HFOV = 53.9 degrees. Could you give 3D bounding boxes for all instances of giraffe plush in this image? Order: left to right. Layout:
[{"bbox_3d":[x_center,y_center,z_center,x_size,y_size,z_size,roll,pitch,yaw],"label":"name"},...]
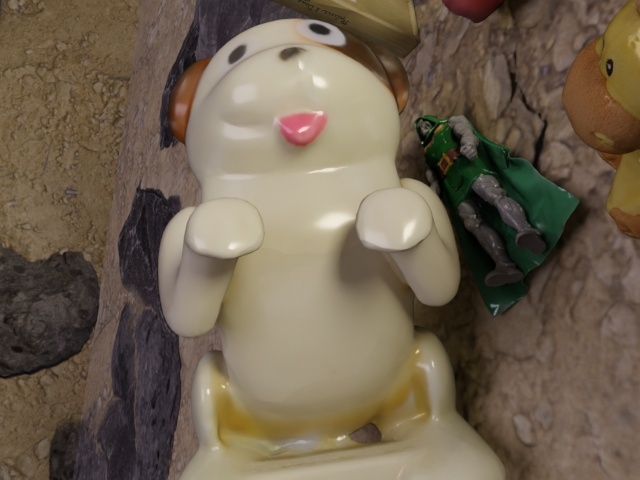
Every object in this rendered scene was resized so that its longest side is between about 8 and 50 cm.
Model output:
[{"bbox_3d":[0.229,-0.088,0.383,0.210,0.170,0.181,-58,36,30],"label":"giraffe plush"}]

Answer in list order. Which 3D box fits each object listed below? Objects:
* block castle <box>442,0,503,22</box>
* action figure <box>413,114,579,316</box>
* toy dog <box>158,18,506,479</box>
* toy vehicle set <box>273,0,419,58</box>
[{"bbox_3d":[0.083,-0.465,0.620,0.213,0.303,0.454,-29,56,53],"label":"block castle"},{"bbox_3d":[0.145,-0.057,0.622,0.137,0.063,0.232,-61,32,32],"label":"action figure"},{"bbox_3d":[0.000,0.000,0.603,0.395,0.284,0.408,-55,-42,-78],"label":"toy dog"},{"bbox_3d":[-0.002,-0.335,0.749,0.035,0.266,0.166,-35,51,48],"label":"toy vehicle set"}]
